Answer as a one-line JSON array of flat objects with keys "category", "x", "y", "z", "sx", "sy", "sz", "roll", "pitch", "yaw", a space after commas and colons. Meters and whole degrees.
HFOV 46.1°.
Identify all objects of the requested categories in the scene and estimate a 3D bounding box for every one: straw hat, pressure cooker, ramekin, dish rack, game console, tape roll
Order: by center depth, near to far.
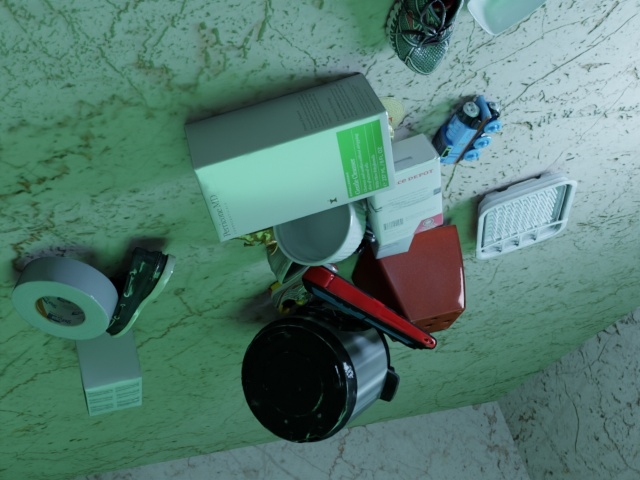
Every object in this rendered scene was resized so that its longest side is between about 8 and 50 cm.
[{"category": "straw hat", "x": 0.125, "y": -0.231, "z": 1.578, "sx": 0.144, "sy": 0.061, "sz": 0.144, "roll": -15, "pitch": 153, "yaw": -8}, {"category": "tape roll", "x": -0.573, "y": 0.133, "z": 1.690, "sx": 0.219, "sy": 0.072, "sz": 0.219, "roll": 4, "pitch": 138, "yaw": 4}, {"category": "ramekin", "x": 0.006, "y": -0.042, "z": 1.702, "sx": 0.207, "sy": 0.207, "sz": 0.109, "roll": -33, "pitch": 159, "yaw": 25}, {"category": "game console", "x": 0.110, "y": 0.177, "z": 1.860, "sx": 0.060, "sy": 0.342, "sz": 0.386, "roll": -56, "pitch": 176, "yaw": -6}, {"category": "dish rack", "x": 0.566, "y": -0.076, "z": 2.136, "sx": 0.285, "sy": 0.072, "sz": 0.333, "roll": -18, "pitch": 153, "yaw": 0}, {"category": "pressure cooker", "x": 0.004, "y": 0.372, "z": 2.244, "sx": 0.375, "sy": 0.370, "sz": 0.420, "roll": -29, "pitch": 172, "yaw": 25}]

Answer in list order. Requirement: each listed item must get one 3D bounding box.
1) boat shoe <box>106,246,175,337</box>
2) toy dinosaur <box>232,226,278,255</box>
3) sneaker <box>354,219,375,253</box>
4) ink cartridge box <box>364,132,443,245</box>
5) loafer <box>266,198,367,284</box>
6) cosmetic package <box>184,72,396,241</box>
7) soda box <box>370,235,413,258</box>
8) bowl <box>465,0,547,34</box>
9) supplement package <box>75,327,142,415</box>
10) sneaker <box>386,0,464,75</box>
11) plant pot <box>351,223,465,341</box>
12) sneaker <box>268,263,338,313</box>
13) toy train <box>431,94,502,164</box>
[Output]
[{"category": "boat shoe", "x": -0.467, "y": 0.121, "z": 1.796, "sx": 0.113, "sy": 0.127, "sz": 0.340, "roll": 27, "pitch": 140, "yaw": -22}, {"category": "toy dinosaur", "x": -0.125, "y": -0.019, "z": 1.807, "sx": 0.211, "sy": 0.064, "sz": 0.112, "roll": -18, "pitch": 152, "yaw": -3}, {"category": "sneaker", "x": 0.072, "y": -0.001, "z": 1.925, "sx": 0.067, "sy": 0.078, "sz": 0.188, "roll": 5, "pitch": 165, "yaw": -40}, {"category": "ink cartridge box", "x": 0.178, "y": -0.110, "z": 1.651, "sx": 0.158, "sy": 0.092, "sz": 0.218, "roll": -19, "pitch": 141, "yaw": -5}, {"category": "loafer", "x": 0.000, "y": 0.000, "z": 1.867, "sx": 0.319, "sy": 0.111, "sz": 0.112, "roll": -36, "pitch": 148, "yaw": 30}, {"category": "cosmetic package", "x": -0.056, "y": -0.160, "z": 1.447, "sx": 0.365, "sy": 0.155, "sz": 0.197, "roll": -19, "pitch": 134, "yaw": -4}, {"category": "soda box", "x": 0.187, "y": -0.067, "z": 1.886, "sx": 0.098, "sy": 0.091, "sz": 0.286, "roll": -12, "pitch": 152, "yaw": -13}, {"category": "bowl", "x": 0.327, "y": -0.444, "z": 1.324, "sx": 0.142, "sy": 0.053, "sz": 0.142, "roll": -32, "pitch": 151, "yaw": 25}, {"category": "supplement package", "x": -0.573, "y": 0.338, "z": 2.032, "sx": 0.149, "sy": 0.194, "sz": 0.203, "roll": -10, "pitch": 151, "yaw": -19}, {"category": "sneaker", "x": 0.182, "y": -0.382, "z": 1.282, "sx": 0.120, "sy": 0.112, "sz": 0.299, "roll": -17, "pitch": 153, "yaw": -3}, {"category": "plant pot", "x": 0.267, "y": 0.137, "z": 2.133, "sx": 0.267, "sy": 0.236, "sz": 0.267, "roll": -11, "pitch": 157, "yaw": -14}, {"category": "sneaker", "x": -0.039, "y": 0.132, "z": 2.106, "sx": 0.225, "sy": 0.093, "sz": 0.088, "roll": -33, "pitch": 150, "yaw": 24}, {"category": "toy train", "x": 0.325, "y": -0.242, "z": 1.671, "sx": 0.105, "sy": 0.080, "sz": 0.184, "roll": 0, "pitch": 148, "yaw": -21}]
